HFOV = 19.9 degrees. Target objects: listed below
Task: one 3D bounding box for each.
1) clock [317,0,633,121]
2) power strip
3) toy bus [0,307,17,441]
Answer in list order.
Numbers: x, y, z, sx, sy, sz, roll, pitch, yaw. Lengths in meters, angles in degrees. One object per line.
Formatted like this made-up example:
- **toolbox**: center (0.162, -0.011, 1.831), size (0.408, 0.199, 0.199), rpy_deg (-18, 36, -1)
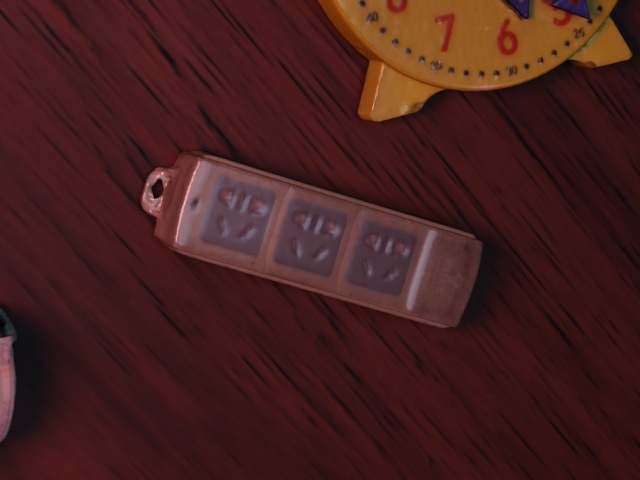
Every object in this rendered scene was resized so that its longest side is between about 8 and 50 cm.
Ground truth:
- **clock**: center (0.120, -0.245, 1.352), size (0.277, 0.071, 0.293), rpy_deg (-21, 105, -18)
- **power strip**: center (0.000, -0.001, 1.349), size (0.272, 0.052, 0.078), rpy_deg (17, 92, -23)
- **toy bus**: center (-0.333, 0.106, 1.214), size (0.261, 0.091, 0.109), rpy_deg (-10, 112, -20)
